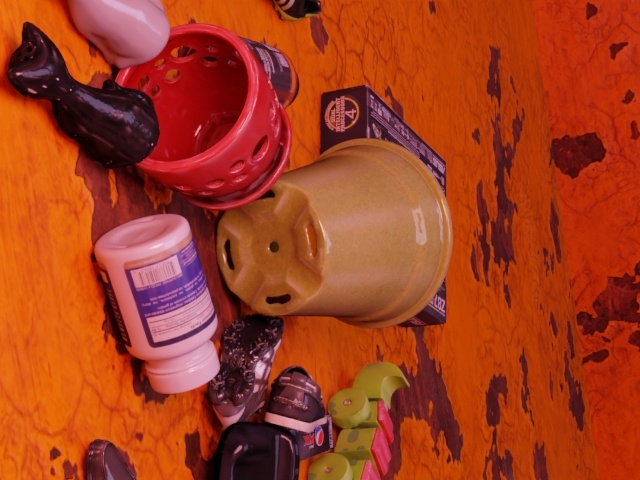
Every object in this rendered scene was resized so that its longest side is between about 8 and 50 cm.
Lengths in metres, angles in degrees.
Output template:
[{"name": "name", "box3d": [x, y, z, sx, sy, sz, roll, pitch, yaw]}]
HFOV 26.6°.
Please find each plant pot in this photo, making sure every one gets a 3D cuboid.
[{"name": "plant pot", "box3d": [-0.131, -0.139, 1.622, 0.174, 0.191, 0.191, 43, 46, -61]}, {"name": "plant pot", "box3d": [0.000, 0.000, 1.856, 0.254, 0.276, 0.276, -8, 92, -55]}]

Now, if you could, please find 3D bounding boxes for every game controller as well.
[{"name": "game controller", "box3d": [-0.093, 0.391, 1.714, 0.166, 0.067, 0.319, 16, 77, -50]}]

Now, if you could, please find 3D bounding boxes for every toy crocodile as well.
[{"name": "toy crocodile", "box3d": [0.061, 0.331, 2.061, 0.341, 0.105, 0.115, -72, 147, -46]}]

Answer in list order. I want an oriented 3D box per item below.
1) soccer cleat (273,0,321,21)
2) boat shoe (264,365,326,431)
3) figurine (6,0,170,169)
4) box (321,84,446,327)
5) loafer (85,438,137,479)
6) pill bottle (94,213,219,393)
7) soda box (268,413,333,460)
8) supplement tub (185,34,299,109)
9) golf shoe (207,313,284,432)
[{"name": "soccer cleat", "box3d": [-0.056, -0.380, 2.011, 0.179, 0.072, 0.060, 36, 52, -61]}, {"name": "boat shoe", "box3d": [-0.028, 0.210, 1.839, 0.233, 0.084, 0.079, 56, 44, -86]}, {"name": "figurine", "box3d": [-0.259, -0.217, 1.479, 0.209, 0.092, 0.215, 39, 48, -54]}, {"name": "box", "box3d": [0.116, -0.046, 2.308, 0.395, 0.097, 0.318, 32, 53, -62]}, {"name": "loafer", "box3d": [-0.207, 0.289, 1.492, 0.062, 0.061, 0.170, -60, 138, -53]}, {"name": "pill bottle", "box3d": [-0.180, 0.074, 1.549, 0.112, 0.112, 0.187, -53, 133, -59]}, {"name": "soda box", "box3d": [-0.040, 0.279, 1.895, 0.169, 0.060, 0.053, 2, 81, -66]}, {"name": "supplement tub", "box3d": [-0.098, -0.218, 1.828, 0.198, 0.106, 0.106, 1, 84, -67]}, {"name": "golf shoe", "box3d": [-0.100, 0.174, 1.787, 0.198, 0.077, 0.094, -60, 155, -52]}]
